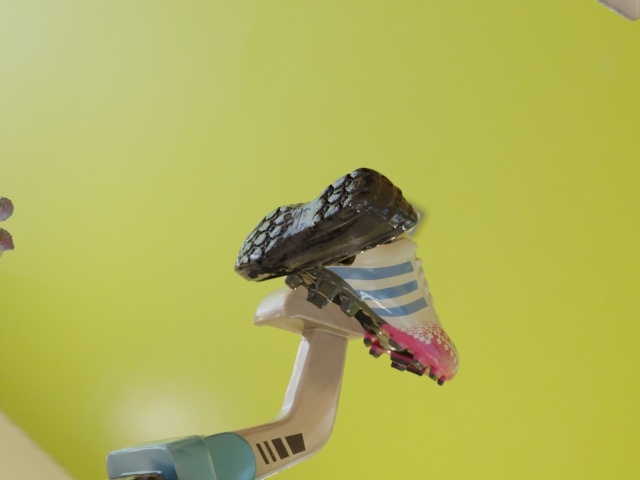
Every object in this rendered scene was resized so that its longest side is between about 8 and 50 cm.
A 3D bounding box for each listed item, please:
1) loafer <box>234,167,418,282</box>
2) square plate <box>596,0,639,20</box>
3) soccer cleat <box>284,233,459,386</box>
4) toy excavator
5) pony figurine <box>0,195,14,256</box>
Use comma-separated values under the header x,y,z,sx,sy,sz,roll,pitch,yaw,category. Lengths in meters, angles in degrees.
x,y,z,sx,sy,sz,roll,pitch,yaw,category
0.000,0.000,1.453,0.078,0.076,0.223,37,141,-25,loafer
0.257,-0.424,1.689,0.347,0.049,0.344,33,-135,3,square plate
0.089,0.056,1.781,0.116,0.143,0.331,17,163,41,soccer cleat
-0.107,0.289,1.799,0.445,0.433,0.222,-11,176,-35,toy excavator
-0.555,0.002,1.983,0.351,0.303,0.363,47,-151,1,pony figurine
